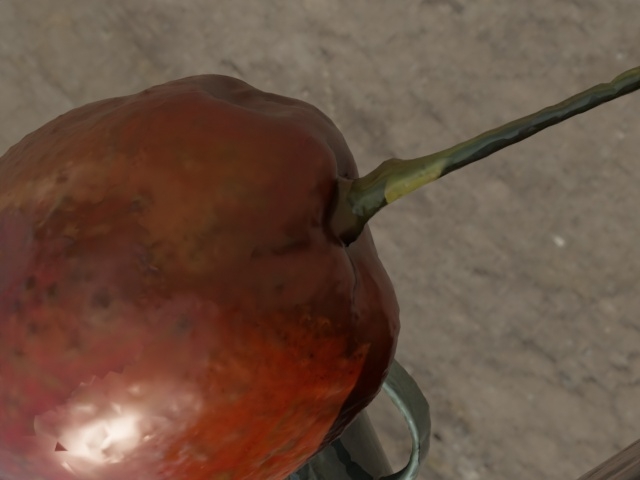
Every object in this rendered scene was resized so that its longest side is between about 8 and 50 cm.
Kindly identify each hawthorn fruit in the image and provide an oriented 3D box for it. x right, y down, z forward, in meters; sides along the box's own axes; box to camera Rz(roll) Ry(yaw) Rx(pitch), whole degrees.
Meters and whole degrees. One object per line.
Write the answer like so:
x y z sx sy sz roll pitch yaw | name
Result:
0.000 0.000 0.508 0.285 0.165 0.165 -22 116 28 | hawthorn fruit

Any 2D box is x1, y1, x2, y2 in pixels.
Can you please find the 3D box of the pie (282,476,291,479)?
-0.082 0.163 1.138 0.068 0.128 0.282 28 139 46 | pie

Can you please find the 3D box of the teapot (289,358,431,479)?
-0.027 0.153 1.374 0.270 0.200 0.337 -9 114 38 | teapot

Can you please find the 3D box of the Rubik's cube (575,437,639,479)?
0.199 0.205 0.495 0.337 0.344 0.344 57 154 11 | Rubik's cube
